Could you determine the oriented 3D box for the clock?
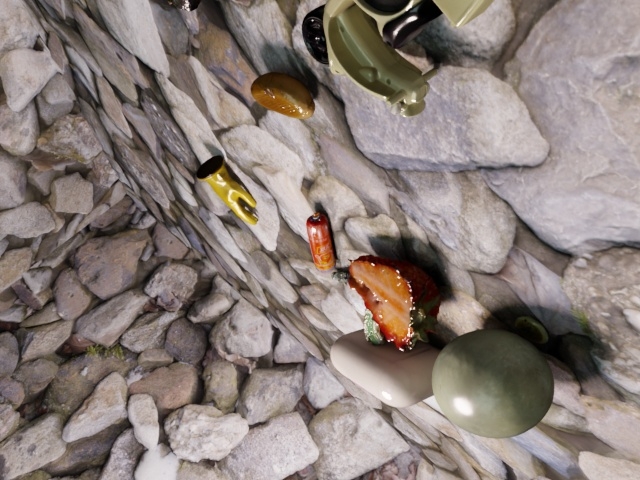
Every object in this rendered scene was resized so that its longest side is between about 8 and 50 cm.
[{"bbox_3d":[0.105,-0.352,0.856,0.276,0.120,0.379,50,158,5],"label":"clock"}]

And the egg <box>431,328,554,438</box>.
[{"bbox_3d":[0.406,0.342,1.303,0.258,0.258,0.352,47,158,0],"label":"egg"}]

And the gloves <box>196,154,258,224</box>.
[{"bbox_3d":[-0.325,-0.170,2.015,0.294,0.116,0.133,52,-173,-37],"label":"gloves"}]

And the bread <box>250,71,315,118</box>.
[{"bbox_3d":[-0.085,-0.343,1.271,0.189,0.077,0.114,29,172,36],"label":"bread"}]

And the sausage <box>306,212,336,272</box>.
[{"bbox_3d":[0.000,0.000,1.712,0.074,0.074,0.274,34,154,30],"label":"sausage"}]

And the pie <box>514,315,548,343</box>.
[{"bbox_3d":[0.481,0.205,1.241,0.084,0.021,0.084,38,156,20],"label":"pie"}]

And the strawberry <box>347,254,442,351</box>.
[{"bbox_3d":[0.218,0.155,1.487,0.280,0.150,0.254,13,120,58],"label":"strawberry"}]

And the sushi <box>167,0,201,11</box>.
[{"bbox_3d":[-0.340,-0.610,1.264,0.150,0.090,0.078,41,150,-1],"label":"sushi"}]

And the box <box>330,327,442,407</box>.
[{"bbox_3d":[0.222,0.382,1.698,0.349,0.288,0.141,22,112,47],"label":"box"}]

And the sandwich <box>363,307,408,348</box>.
[{"bbox_3d":[0.219,0.231,1.634,0.159,0.109,0.185,8,116,31],"label":"sandwich"}]

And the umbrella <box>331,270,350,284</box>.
[{"bbox_3d":[0.087,0.124,1.792,0.188,0.046,0.050,-7,87,64],"label":"umbrella"}]
